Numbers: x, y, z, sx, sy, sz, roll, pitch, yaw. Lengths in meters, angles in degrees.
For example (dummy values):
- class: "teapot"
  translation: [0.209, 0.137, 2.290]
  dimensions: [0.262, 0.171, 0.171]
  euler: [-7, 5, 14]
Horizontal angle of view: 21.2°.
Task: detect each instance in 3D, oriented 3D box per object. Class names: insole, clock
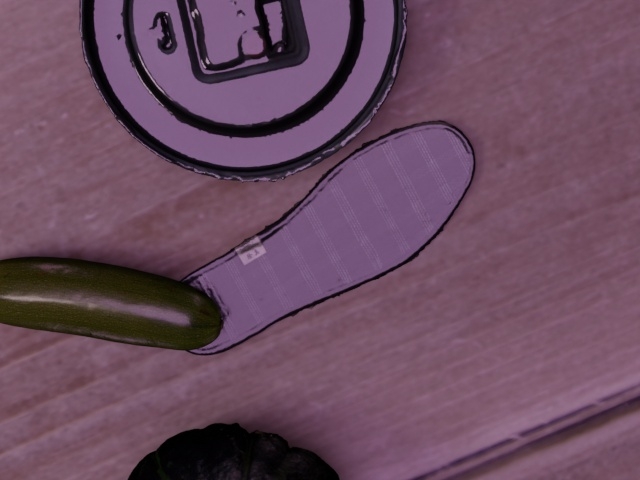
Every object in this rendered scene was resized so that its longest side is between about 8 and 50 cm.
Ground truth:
- class: "insole"
  translation: [0.000, 0.000, 1.487]
  dimensions: [0.309, 0.012, 0.110]
  euler: [-29, 94, 3]
- class: "clock"
  translation: [-0.065, -0.188, 1.455]
  dimensions: [0.281, 0.055, 0.280]
  euler: [0, 94, 2]

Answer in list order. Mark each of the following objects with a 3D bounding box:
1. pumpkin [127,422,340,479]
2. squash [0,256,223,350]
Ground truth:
- class: "pumpkin"
  translation: [-0.073, 0.262, 1.433]
  dimensions: [0.221, 0.162, 0.220]
  euler: [0, 95, -3]
- class: "squash"
  translation: [-0.206, 0.049, 1.465]
  dimensions: [0.252, 0.066, 0.066]
  euler: [8, 94, 7]
